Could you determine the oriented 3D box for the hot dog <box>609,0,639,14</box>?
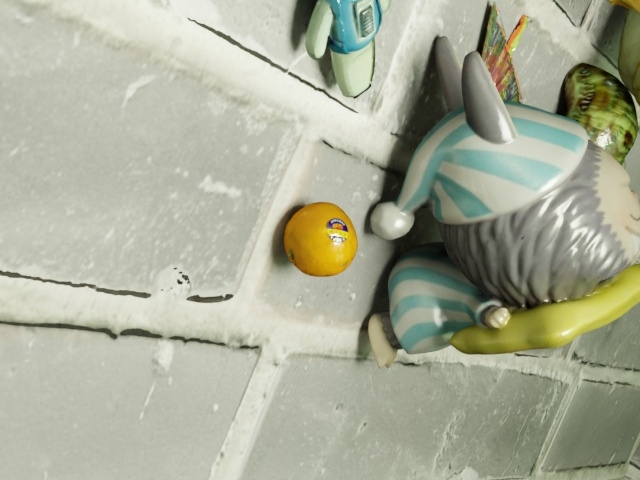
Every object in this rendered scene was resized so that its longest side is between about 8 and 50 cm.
[{"bbox_3d":[0.398,-0.469,1.356,0.185,0.223,0.405,-75,173,-65],"label":"hot dog"}]

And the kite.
[{"bbox_3d":[0.234,-0.216,1.484,0.183,0.014,0.241,-62,150,-11],"label":"kite"}]

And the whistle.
[{"bbox_3d":[0.024,-0.233,1.085,0.114,0.077,0.236,-40,149,-22],"label":"whistle"}]

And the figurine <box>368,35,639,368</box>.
[{"bbox_3d":[0.196,-0.061,1.376,0.266,0.361,0.378,-21,95,-55],"label":"figurine"}]

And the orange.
[{"bbox_3d":[0.000,0.000,1.205,0.083,0.083,0.083,-37,140,-39],"label":"orange"}]

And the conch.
[{"bbox_3d":[0.416,-0.157,1.707,0.187,0.124,0.181,-50,151,-39],"label":"conch"}]

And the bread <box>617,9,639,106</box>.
[{"bbox_3d":[0.579,-0.304,1.598,0.300,0.210,0.341,-40,-155,54],"label":"bread"}]
